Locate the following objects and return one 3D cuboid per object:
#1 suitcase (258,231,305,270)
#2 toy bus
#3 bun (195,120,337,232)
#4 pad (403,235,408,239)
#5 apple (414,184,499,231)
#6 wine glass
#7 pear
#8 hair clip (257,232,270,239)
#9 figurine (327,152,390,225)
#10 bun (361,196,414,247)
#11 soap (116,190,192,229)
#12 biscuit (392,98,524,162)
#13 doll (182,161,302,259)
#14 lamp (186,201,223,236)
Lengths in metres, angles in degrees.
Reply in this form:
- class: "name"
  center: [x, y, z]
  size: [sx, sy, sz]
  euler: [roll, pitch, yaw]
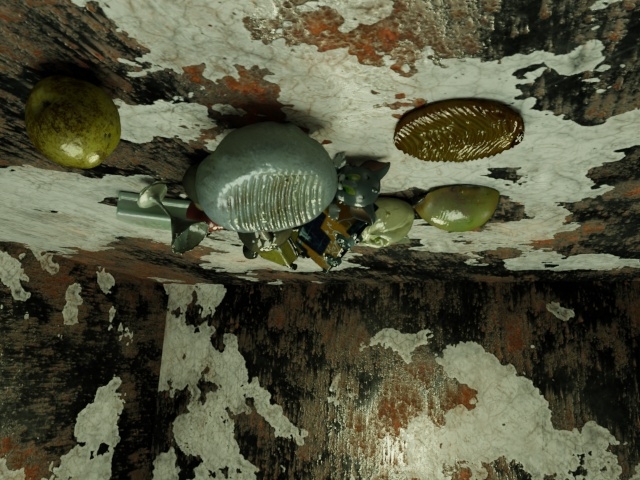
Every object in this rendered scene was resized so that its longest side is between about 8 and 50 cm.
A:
- class: "suitcase"
  center: [-0.172, -0.013, 2.051]
  size: [0.193, 0.143, 0.235]
  euler: [19, 149, 36]
- class: "toy bus"
  center: [0.045, -0.042, 1.760]
  size: [0.194, 0.162, 0.323]
  euler: [41, 152, 6]
- class: "bun"
  center: [-0.136, -0.164, 1.348]
  size: [0.361, 0.211, 0.362]
  euler: [-9, 146, -7]
- class: "pad"
  center: [0.283, 0.001, 2.448]
  size: [0.264, 0.009, 0.159]
  euler: [-1, 167, 16]
- class: "apple"
  center: [0.467, -0.108, 1.751]
  size: [0.264, 0.120, 0.193]
  euler: [1, 155, -5]
- class: "wine glass"
  center: [-0.502, -0.083, 1.767]
  size: [0.156, 0.232, 0.156]
  euler: [-39, 163, -15]
- class: "pear"
  center: [-0.537, -0.262, 1.139]
  size: [0.197, 0.197, 0.197]
  euler: [3, 166, 1]
- class: "hair clip"
  center: [-0.221, -0.086, 1.495]
  size: [0.226, 0.034, 0.072]
  euler: [39, 132, -9]
- class: "figurine"
  center: [0.059, -0.149, 1.543]
  size: [0.140, 0.193, 0.265]
  euler: [14, 174, -44]
- class: "bun"
  center: [0.210, -0.056, 1.913]
  size: [0.259, 0.160, 0.259]
  euler: [1, 169, 0]
- class: "soap"
  center: [-0.621, -0.102, 2.007]
  size: [0.289, 0.095, 0.173]
  euler: [7, 165, -18]
- class: "biscuit"
  center: [0.338, -0.258, 1.299]
  size: [0.317, 0.040, 0.318]
  euler: [3, 166, 1]
- class: "doll"
  center: [-0.238, -0.120, 1.706]
  size: [0.378, 0.252, 0.382]
  euler: [34, 153, 2]
- class: "lamp"
  center: [-0.392, -0.087, 1.890]
  size: [0.181, 0.140, 0.182]
  euler: [-5, -166, 1]
